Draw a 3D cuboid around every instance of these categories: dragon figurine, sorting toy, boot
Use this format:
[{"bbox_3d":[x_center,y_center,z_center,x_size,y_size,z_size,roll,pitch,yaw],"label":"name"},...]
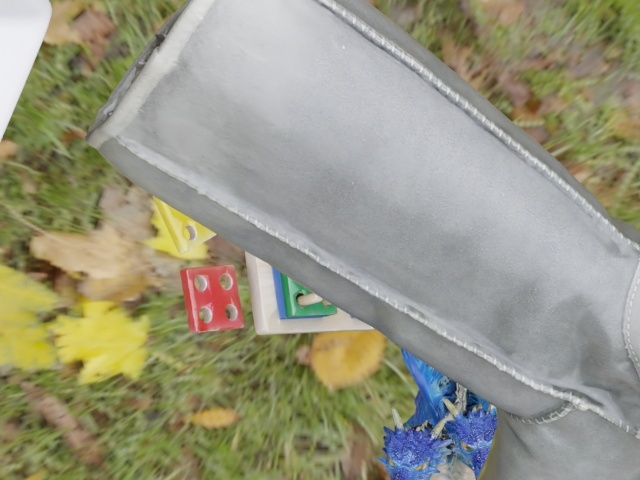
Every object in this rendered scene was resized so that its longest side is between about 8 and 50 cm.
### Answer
[{"bbox_3d":[0.091,0.094,1.135,0.085,0.289,0.144,8,127,7],"label":"dragon figurine"},{"bbox_3d":[0.000,0.000,1.308,0.274,0.046,0.132,1,78,-44],"label":"sorting toy"},{"bbox_3d":[0.024,0.017,0.526,0.208,0.190,0.076,24,47,-13],"label":"boot"}]

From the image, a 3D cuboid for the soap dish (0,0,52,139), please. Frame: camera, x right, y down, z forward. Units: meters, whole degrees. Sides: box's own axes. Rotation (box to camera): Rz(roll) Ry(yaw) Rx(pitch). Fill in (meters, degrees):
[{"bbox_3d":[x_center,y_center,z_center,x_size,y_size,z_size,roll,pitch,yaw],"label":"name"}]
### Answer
[{"bbox_3d":[-0.286,-0.105,1.134,0.118,0.291,0.229,23,87,4],"label":"soap dish"}]
